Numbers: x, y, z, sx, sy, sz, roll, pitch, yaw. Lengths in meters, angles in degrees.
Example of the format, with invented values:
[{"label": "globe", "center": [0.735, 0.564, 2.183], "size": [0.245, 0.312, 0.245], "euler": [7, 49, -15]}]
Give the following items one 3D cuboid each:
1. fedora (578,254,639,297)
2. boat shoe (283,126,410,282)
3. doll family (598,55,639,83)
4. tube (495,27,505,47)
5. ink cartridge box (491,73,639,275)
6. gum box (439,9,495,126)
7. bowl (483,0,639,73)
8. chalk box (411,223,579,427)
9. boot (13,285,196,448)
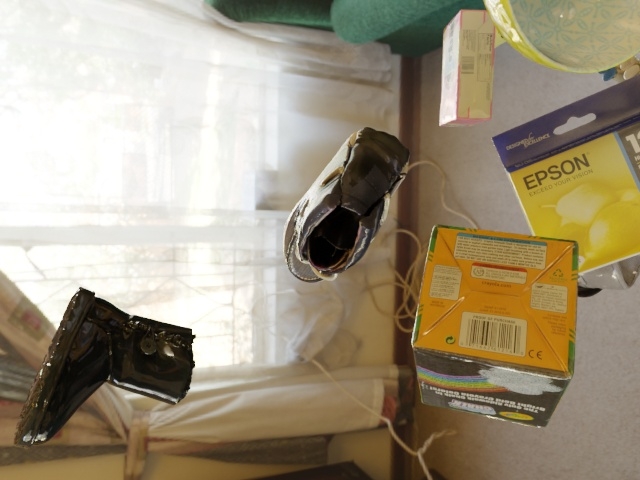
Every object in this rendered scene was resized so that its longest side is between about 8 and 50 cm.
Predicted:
[{"label": "fedora", "center": [0.662, 0.019, 1.236], "size": [0.275, 0.244, 0.124], "euler": [51, 163, -29]}, {"label": "boat shoe", "center": [0.000, 0.000, 0.764], "size": [0.158, 0.127, 0.341], "euler": [-60, -1, -39]}, {"label": "doll family", "center": [0.702, -0.292, 1.100], "size": [0.118, 0.163, 0.263], "euler": [137, 134, -59]}, {"label": "tube", "center": [0.386, -0.454, 1.096], "size": [0.240, 0.070, 0.062], "euler": [-19, 56, 59]}, {"label": "ink cartridge box", "center": [0.517, -0.116, 0.978], "size": [0.307, 0.303, 0.072], "euler": [69, -165, 5]}, {"label": "gum box", "center": [0.254, -0.300, 0.931], "size": [0.107, 0.062, 0.189], "euler": [-114, 25, -83]}, {"label": "bowl", "center": [0.317, -0.372, 0.706], "size": [0.156, 0.289, 0.290], "euler": [-136, 49, -64]}, {"label": "chalk box", "center": [0.236, 0.136, 0.740], "size": [0.289, 0.180, 0.179], "euler": [69, -147, -56]}, {"label": "boot", "center": [-0.287, 0.197, 0.764], "size": [0.094, 0.207, 0.247], "euler": [-45, 29, 33]}]
